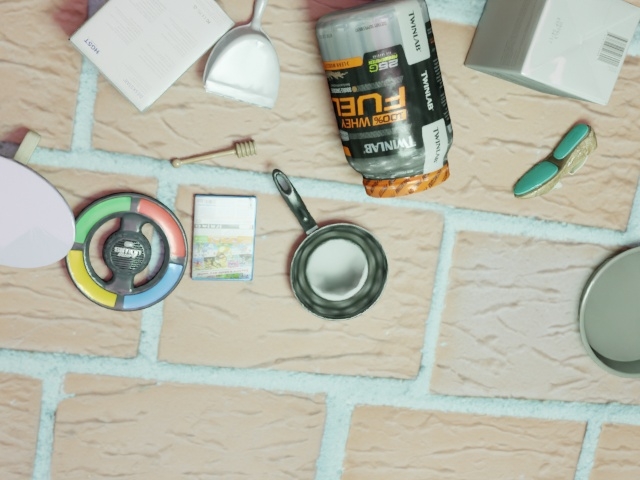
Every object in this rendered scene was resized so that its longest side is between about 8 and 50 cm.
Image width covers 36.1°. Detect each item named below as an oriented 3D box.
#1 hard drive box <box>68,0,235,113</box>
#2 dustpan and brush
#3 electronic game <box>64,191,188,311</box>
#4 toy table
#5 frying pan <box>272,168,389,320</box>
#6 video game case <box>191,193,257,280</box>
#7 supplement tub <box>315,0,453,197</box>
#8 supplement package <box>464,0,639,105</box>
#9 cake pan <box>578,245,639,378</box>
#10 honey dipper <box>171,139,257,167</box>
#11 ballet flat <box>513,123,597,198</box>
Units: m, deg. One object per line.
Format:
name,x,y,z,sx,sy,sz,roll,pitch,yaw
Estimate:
hard drive box,-0.298,-0.370,1.732,0.232,0.089,0.181,-43,108,0
dustpan and brush,-0.125,-0.362,1.795,0.147,0.060,0.211,12,107,-25
electronic game,-0.362,0.023,1.836,0.229,0.048,0.229,-3,104,-11
toy table,-0.559,-0.066,1.714,0.274,0.161,0.252,40,93,-17
frying pan,-0.015,0.025,1.908,0.326,0.053,0.197,34,94,-15
video game case,-0.185,-0.004,1.884,0.119,0.015,0.166,1,103,-13
supplement tub,0.124,-0.261,1.786,0.207,0.207,0.338,-17,106,-7
supplement package,0.411,-0.365,1.775,0.175,0.293,0.178,16,100,-15
cake pan,0.675,0.147,2.080,0.293,0.054,0.293,-3,104,-11
honey dipper,-0.199,-0.160,1.837,0.160,0.030,0.031,-11,105,-6
ballet flat,0.478,-0.142,1.964,0.206,0.073,0.067,-43,122,4
